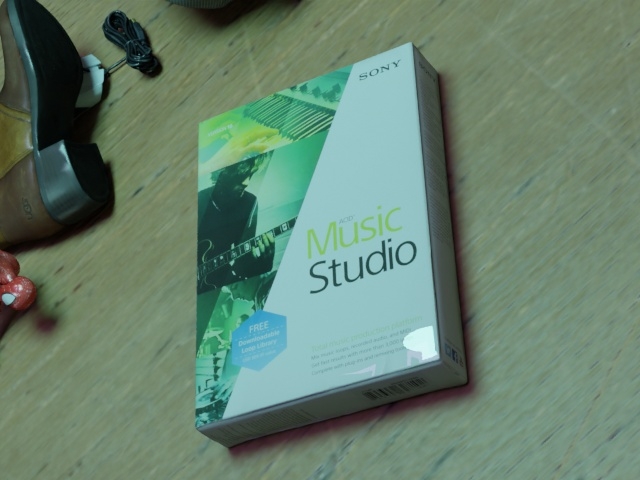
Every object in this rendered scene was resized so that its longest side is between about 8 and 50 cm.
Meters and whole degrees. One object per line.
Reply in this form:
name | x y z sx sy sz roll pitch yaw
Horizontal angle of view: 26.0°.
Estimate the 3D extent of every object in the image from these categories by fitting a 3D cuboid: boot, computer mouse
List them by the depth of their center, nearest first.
boot | -0.370 -0.096 1.466 0.280 0.096 0.264 -24 81 23
computer mouse | -0.267 -0.168 1.492 0.193 0.042 0.106 -36 50 10

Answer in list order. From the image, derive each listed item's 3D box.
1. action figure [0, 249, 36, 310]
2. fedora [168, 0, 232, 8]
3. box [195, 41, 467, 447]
action figure | -0.405 0.042 1.381 0.280 0.091 0.139 18 87 25
fedora | -0.149 -0.339 1.414 0.275 0.243 0.124 46 127 6
box | 0.000 0.000 1.205 0.232 0.058 0.322 -18 54 23
